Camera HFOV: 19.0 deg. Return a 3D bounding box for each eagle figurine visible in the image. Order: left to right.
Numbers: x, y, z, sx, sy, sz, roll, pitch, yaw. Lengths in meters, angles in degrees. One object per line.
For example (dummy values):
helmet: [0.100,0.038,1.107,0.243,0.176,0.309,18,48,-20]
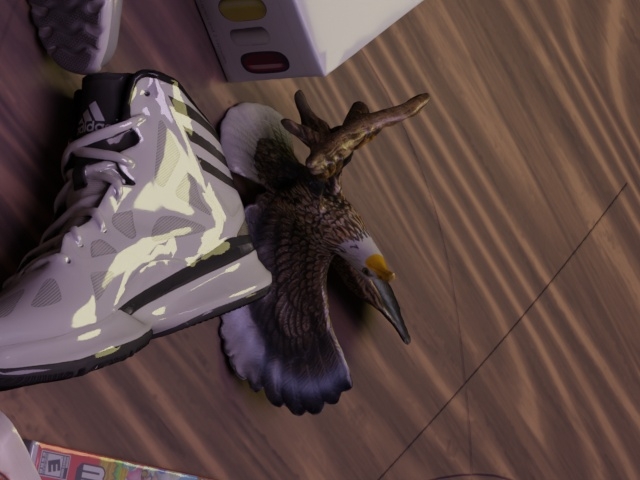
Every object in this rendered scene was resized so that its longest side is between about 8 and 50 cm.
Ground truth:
eagle figurine: [0.004,0.007,2.022,0.226,0.225,0.298,0,128,-9]

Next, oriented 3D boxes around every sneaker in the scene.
sneaker: [-0.234,-0.016,1.776,0.447,0.169,0.257,-23,98,-55]
sneaker: [-0.203,-0.297,1.822,0.115,0.105,0.281,2,92,-53]

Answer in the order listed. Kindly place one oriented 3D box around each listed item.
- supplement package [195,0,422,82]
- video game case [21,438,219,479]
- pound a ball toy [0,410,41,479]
supplement package: [-0.031,-0.324,1.974,0.204,0.145,0.261,-41,118,-39]
video game case: [-0.201,0.319,1.891,0.285,0.025,0.204,20,76,-45]
pound a ball toy: [-0.336,0.285,1.647,0.319,0.136,0.208,-35,112,-36]
